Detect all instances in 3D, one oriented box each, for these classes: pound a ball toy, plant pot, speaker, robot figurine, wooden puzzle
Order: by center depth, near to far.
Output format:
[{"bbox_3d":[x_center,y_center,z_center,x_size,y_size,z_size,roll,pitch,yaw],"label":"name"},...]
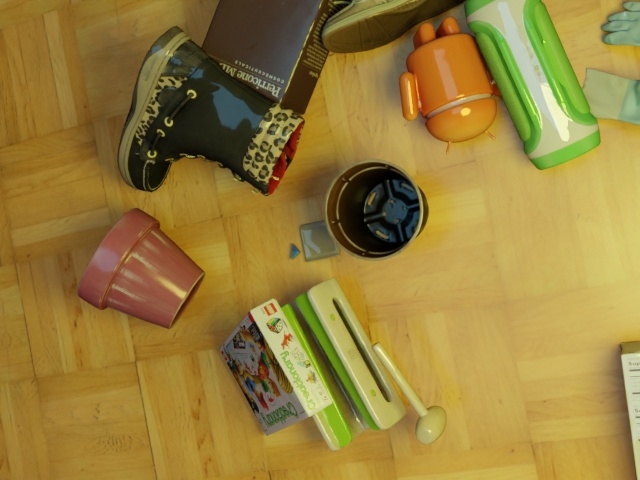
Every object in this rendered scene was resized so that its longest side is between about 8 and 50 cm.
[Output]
[{"bbox_3d":[0.341,-0.269,1.285,0.131,0.131,0.296,-24,94,18],"label":"speaker"},{"bbox_3d":[0.219,-0.260,1.347,0.128,0.158,0.219,-21,84,44],"label":"robot figurine"},{"bbox_3d":[0.111,-0.051,1.368,0.167,0.165,0.167,0,91,19],"label":"plant pot"},{"bbox_3d":[0.073,0.217,1.394,0.208,0.136,0.319,-33,83,32],"label":"pound a ball toy"},{"bbox_3d":[0.000,0.000,1.488,0.116,0.014,0.078,-5,86,18],"label":"wooden puzzle"},{"bbox_3d":[-0.328,0.068,1.516,0.180,0.201,0.201,32,101,0],"label":"plant pot"}]

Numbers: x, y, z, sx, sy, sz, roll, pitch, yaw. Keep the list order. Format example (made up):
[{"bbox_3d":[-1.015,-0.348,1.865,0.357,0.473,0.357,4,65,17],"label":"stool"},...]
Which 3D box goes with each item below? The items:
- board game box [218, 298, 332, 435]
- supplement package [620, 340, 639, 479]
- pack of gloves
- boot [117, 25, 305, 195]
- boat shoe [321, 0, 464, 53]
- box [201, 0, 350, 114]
[{"bbox_3d":[-0.087,0.230,1.392,0.053,0.305,0.193,-27,80,-23],"label":"board game box"},{"bbox_3d":[0.551,0.282,1.242,0.134,0.139,0.244,-7,90,20],"label":"supplement package"},{"bbox_3d":[0.500,-0.277,1.228,0.232,0.046,0.195,26,101,53],"label":"pack of gloves"},{"bbox_3d":[-0.202,-0.168,1.438,0.284,0.138,0.377,31,135,2],"label":"boot"},{"bbox_3d":[0.128,-0.417,1.390,0.285,0.104,0.089,-23,70,3],"label":"boat shoe"},{"bbox_3d":[-0.059,-0.440,1.431,0.191,0.143,0.381,25,101,15],"label":"box"}]
